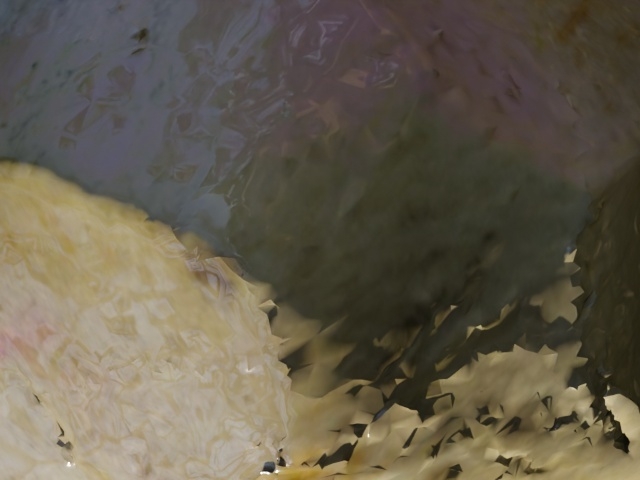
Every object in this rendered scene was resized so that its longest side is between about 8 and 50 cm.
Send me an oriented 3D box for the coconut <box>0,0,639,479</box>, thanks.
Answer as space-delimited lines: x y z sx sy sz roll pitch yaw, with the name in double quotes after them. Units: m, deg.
0.000 0.000 0.593 0.352 0.353 0.352 -174 90 -86 "coconut"
